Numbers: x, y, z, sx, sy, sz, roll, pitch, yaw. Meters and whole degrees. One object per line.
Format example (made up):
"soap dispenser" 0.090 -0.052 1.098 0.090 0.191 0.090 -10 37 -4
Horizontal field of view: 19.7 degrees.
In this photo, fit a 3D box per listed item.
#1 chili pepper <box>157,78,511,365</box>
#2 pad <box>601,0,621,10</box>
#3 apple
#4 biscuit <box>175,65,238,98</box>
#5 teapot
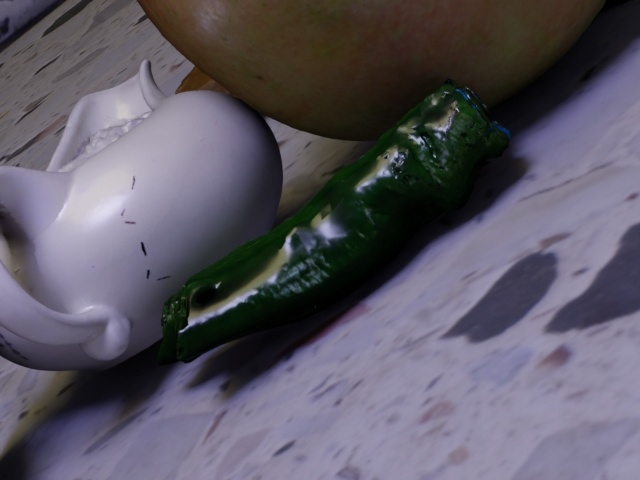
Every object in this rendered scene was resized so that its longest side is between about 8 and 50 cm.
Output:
"chili pepper" 0.001 0.002 0.965 0.224 0.061 0.098 -39 3 4
"pad" 0.178 -0.182 1.185 0.299 0.005 0.202 -23 22 37
"apple" 0.022 -0.211 1.060 0.319 0.319 0.277 -44 9 -23
"biscuit" -0.048 -0.145 1.458 0.170 0.050 0.170 -41 13 11
"teapot" -0.126 -0.014 1.071 0.208 0.166 0.299 -21 4 18
